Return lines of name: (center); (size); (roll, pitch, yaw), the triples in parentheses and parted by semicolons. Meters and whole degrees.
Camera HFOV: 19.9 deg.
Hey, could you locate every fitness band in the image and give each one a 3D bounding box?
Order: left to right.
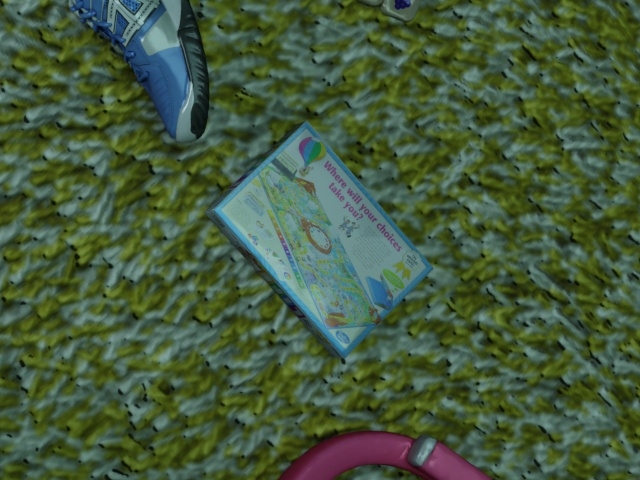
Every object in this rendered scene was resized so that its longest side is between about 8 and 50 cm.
fitness band: (0.079, 0.274, 1.399); (0.291, 0.054, 0.209); (38, 76, -12)

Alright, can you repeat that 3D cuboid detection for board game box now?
board game box: (0.000, 0.000, 1.398); (0.103, 0.026, 0.154); (-44, 101, -16)

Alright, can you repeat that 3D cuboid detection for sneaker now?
sneaker: (-0.139, -0.167, 1.338); (0.081, 0.080, 0.211); (-20, 84, -13)

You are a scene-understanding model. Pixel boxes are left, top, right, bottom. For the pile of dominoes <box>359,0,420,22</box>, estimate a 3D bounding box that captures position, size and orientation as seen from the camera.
pile of dominoes: (0.032, -0.322, 1.418); (0.196, 0.040, 0.251); (22, 80, -17)
